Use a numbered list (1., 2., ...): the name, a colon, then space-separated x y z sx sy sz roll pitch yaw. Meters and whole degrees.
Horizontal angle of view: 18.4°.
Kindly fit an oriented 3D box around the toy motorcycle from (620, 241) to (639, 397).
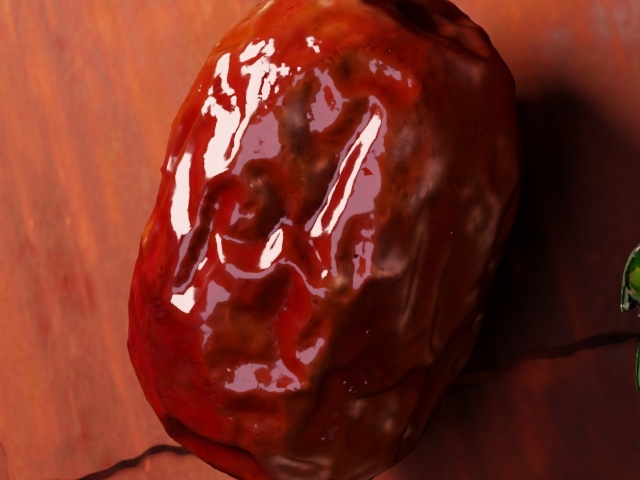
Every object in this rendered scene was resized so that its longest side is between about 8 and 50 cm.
1. toy motorcycle: 0.174 0.059 0.856 0.106 0.074 0.190 4 98 51

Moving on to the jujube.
1. jujube: 0.000 0.000 0.940 0.174 0.174 0.250 40 122 32
